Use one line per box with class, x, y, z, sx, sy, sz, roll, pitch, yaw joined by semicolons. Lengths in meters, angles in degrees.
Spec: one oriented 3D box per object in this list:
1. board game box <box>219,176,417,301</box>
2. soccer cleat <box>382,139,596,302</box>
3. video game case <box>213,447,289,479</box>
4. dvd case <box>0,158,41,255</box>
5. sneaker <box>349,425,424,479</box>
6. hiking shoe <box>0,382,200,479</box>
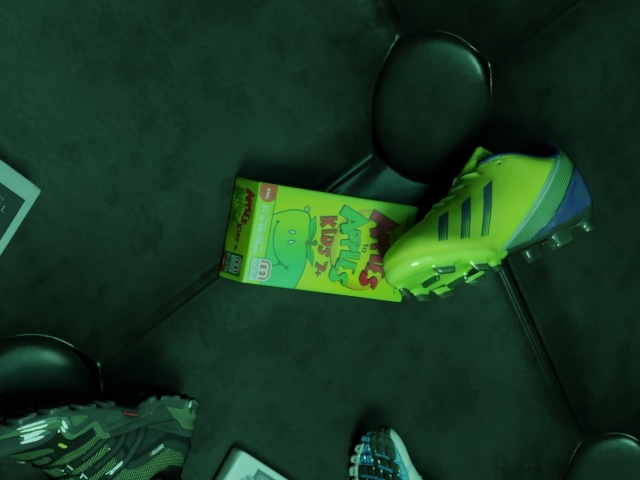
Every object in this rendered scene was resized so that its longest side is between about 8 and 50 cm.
board game box;0.000;0.000;1.745;0.181;0.043;0.092;8;93;-35
soccer cleat;0.148;-0.024;1.805;0.289;0.093;0.121;-19;81;-43
video game case;-0.055;0.311;1.775;0.190;0.022;0.173;37;77;-34
dvd case;-0.354;0.010;1.510;0.179;0.029;0.238;38;77;-33
sneaker;0.087;0.254;1.845;0.083;0.071;0.190;-35;122;-36
hiking shoe;-0.201;0.187;1.612;0.227;0.086;0.114;-1;96;-36
